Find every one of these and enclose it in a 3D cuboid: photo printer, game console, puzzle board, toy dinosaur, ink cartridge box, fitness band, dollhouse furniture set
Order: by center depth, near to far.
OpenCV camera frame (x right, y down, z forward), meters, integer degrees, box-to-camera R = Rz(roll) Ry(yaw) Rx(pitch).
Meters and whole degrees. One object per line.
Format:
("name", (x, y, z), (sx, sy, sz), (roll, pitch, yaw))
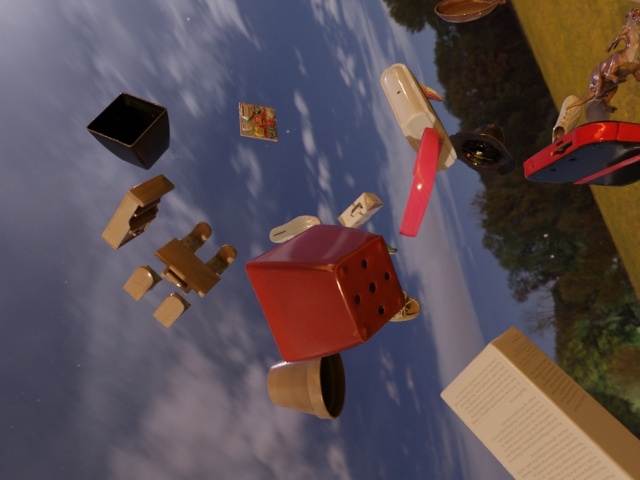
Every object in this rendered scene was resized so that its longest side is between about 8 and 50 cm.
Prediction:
("fitness band", (0.238, -0.129, 1.064), (0.290, 0.055, 0.208), (86, -160, -61))
("puzzle board", (-0.162, -0.313, 1.183), (0.097, 0.011, 0.128), (6, -127, -20))
("game console", (0.780, -0.222, 1.217), (0.386, 0.343, 0.060), (97, 176, -83))
("toy dinosaur", (0.892, -0.525, 1.380), (0.127, 0.295, 0.200), (8, -119, -20))
("photo printer", (0.301, -0.394, 1.417), (0.256, 0.107, 0.307), (40, -152, -43))
("ink cartridge box", (0.139, -0.100, 1.550), (0.056, 0.135, 0.099), (52, -156, 15))
("dollhouse furniture set", (-0.502, 0.012, 1.553), (0.394, 0.256, 0.362), (43, -147, -4))

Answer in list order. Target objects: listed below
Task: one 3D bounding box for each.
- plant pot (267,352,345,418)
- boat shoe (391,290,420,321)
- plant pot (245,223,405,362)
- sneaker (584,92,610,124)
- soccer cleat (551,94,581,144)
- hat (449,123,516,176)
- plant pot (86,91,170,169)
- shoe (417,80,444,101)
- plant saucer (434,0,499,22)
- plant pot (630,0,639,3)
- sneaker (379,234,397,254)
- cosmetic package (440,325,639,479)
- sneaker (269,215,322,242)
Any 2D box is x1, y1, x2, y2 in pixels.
("plant pot", (-0.070, 0.629, 2.006), (0.323, 0.281, 0.322), (-11, -90, -71))
("boat shoe", (0.222, 0.212, 1.538), (0.286, 0.089, 0.104), (10, -110, -16))
("plant pot", (0.036, 0.114, 1.055), (0.267, 0.236, 0.267), (-31, -74, -41))
("sneaker", (0.977, -0.423, 1.586), (0.094, 0.090, 0.235), (-60, -36, -25))
("soccer cleat", (0.859, -0.414, 1.582), (0.076, 0.068, 0.196), (7, -85, -36))
("hat", (0.704, -0.408, 1.916), (0.331, 0.332, 0.133), (39, -101, -48))
("plant pot", (-0.616, -0.348, 1.512), (0.188, 0.188, 0.166), (-59, -17, -28))
("shoe", (0.443, -0.626, 1.959), (0.178, 0.081, 0.063), (36, -164, 15))
("plant saucer", (0.463, -0.732, 1.422), (0.198, 0.199, 0.036), (-81, -22, -45))
("plant pot", (0.684, -0.584, 0.975), (0.109, 0.097, 0.108), (79, -152, -50))
("sneaker", (0.275, 0.015, 2.018), (0.162, 0.063, 0.073), (20, -90, -16))
("cosmetic package", (0.544, 0.457, 1.077), (0.162, 0.230, 0.453), (-11, -130, -46))
("sneaker", (-0.095, -0.048, 1.943), (0.091, 0.258, 0.094), (4, -103, -59))
